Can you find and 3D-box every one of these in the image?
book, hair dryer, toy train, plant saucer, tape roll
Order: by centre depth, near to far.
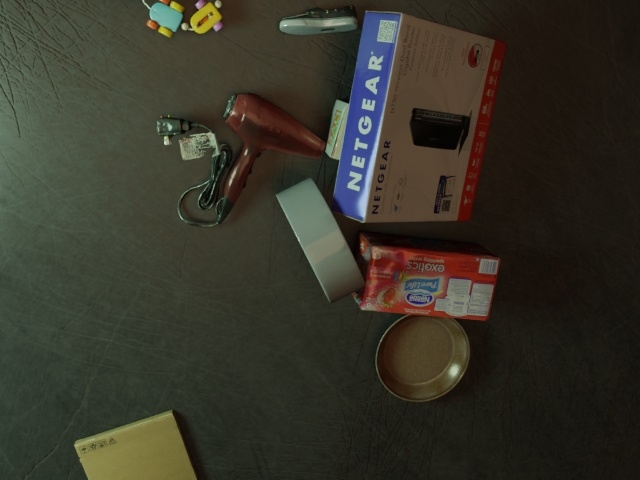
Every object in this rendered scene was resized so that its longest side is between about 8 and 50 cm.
[{"bbox_3d":[-0.226,-0.414,1.225,0.166,0.046,0.125,-14,105,-9],"label":"toy train"},{"bbox_3d":[0.036,-0.198,1.268,0.035,0.144,0.096,12,101,-9],"label":"book"},{"bbox_3d":[0.000,0.000,1.273,0.072,0.219,0.219,-26,107,-2],"label":"tape roll"},{"bbox_3d":[-0.136,-0.158,1.302,0.293,0.080,0.224,-13,121,0],"label":"hair dryer"},{"bbox_3d":[0.205,0.232,1.461,0.198,0.036,0.199,-2,104,-9],"label":"plant saucer"}]

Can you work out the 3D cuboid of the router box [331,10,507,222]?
[{"bbox_3d":[0.177,-0.200,1.247,0.301,0.082,0.336,-3,108,-44],"label":"router box"}]

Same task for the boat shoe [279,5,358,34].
[{"bbox_3d":[-0.003,-0.392,1.268,0.142,0.049,0.040,-5,86,-10],"label":"boat shoe"}]

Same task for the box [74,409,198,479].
[{"bbox_3d":[-0.365,0.443,1.427,0.201,0.021,0.165,-17,106,-5],"label":"box"}]

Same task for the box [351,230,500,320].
[{"bbox_3d":[0.196,0.067,1.372,0.256,0.123,0.128,5,103,-10],"label":"box"}]
